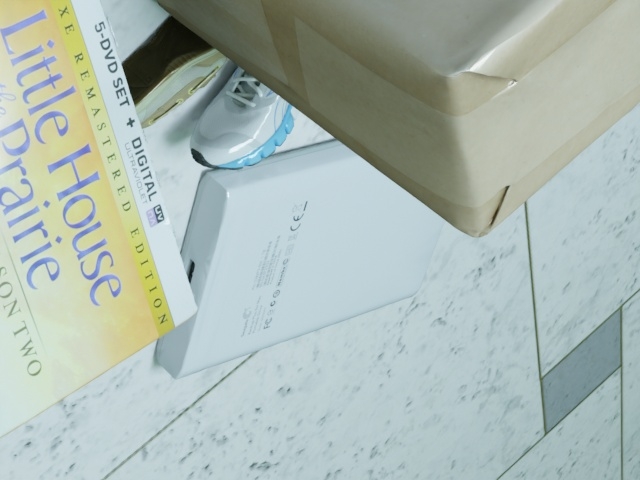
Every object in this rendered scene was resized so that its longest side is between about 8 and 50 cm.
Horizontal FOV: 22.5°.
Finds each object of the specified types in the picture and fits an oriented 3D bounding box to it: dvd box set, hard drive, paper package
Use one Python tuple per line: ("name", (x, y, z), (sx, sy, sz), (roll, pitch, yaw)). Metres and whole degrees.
("dvd box set", (-0.285, 0.013, 0.958), (0.420, 0.062, 0.307), (-32, 121, -32))
("hard drive", (0.000, 0.000, 1.452), (0.307, 0.040, 0.203), (-17, 136, -42))
("paper package", (0.084, -0.216, 1.057), (0.309, 0.325, 0.168), (-40, 148, -17))

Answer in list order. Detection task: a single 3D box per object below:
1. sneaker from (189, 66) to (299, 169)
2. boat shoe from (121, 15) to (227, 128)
("sneaker", (-0.038, -0.136, 1.244), (0.190, 0.071, 0.083), (-48, 144, -20))
("boat shoe", (-0.099, -0.133, 1.181), (0.135, 0.050, 0.045), (-37, 151, -3))
